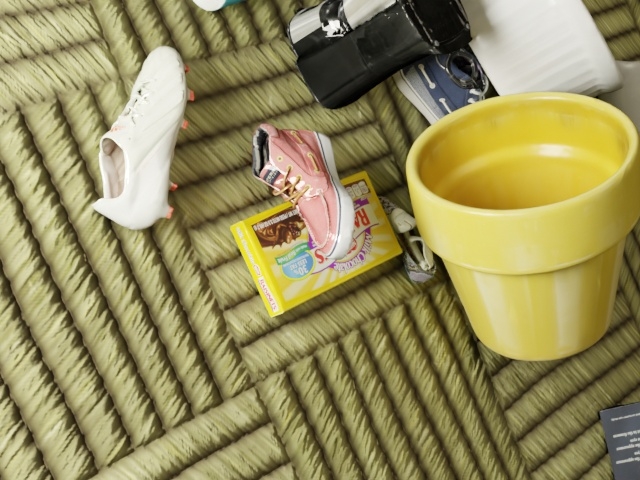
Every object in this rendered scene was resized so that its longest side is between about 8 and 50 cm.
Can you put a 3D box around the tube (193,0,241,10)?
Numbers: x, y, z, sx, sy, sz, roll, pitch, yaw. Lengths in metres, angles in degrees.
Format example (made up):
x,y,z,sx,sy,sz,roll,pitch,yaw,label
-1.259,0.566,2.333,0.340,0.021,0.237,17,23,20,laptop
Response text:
x,y,z,sx,sy,sz,roll,pitch,yaw,label
-0.068,-0.306,1.373,0.207,0.052,0.080,-38,108,-50,tube

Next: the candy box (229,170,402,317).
x,y,z,sx,sy,sz,roll,pitch,yaw,label
0.000,0.000,1.324,0.206,0.027,0.105,-25,93,-45,candy box

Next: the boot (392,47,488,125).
x,y,z,sx,sy,sz,roll,pitch,yaw,label
0.178,-0.169,1.513,0.190,0.086,0.069,39,51,-25,boot

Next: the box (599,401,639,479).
x,y,z,sx,sy,sz,roll,pitch,yaw,label
0.461,0.296,1.546,0.108,0.153,0.207,1,75,-43,box

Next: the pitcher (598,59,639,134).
x,y,z,sx,sy,sz,roll,pitch,yaw,label
0.420,-0.159,1.726,0.178,0.125,0.207,2,60,-21,pitcher

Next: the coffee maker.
x,y,z,sx,sy,sz,roll,pitch,yaw,label
0.065,-0.214,1.361,0.120,0.178,0.171,-2,73,-41,coffee maker

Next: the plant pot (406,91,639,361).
x,y,z,sx,sy,sz,roll,pitch,yaw,label
0.236,-0.005,1.385,0.254,0.254,0.239,-50,139,-42,plant pot

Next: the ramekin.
x,y,z,sx,sy,sz,roll,pitch,yaw,label
0.244,-0.272,1.509,0.277,0.135,0.277,55,12,-18,ramekin

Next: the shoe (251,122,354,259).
x,y,z,sx,sy,sz,roll,pitch,yaw,label
-0.022,-0.052,1.268,0.081,0.063,0.178,10,41,-24,shoe

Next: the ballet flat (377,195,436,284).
x,y,z,sx,sy,sz,roll,pitch,yaw,label
0.101,-0.005,1.410,0.041,0.041,0.114,-35,98,-45,ballet flat

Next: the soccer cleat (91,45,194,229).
x,y,z,sx,sy,sz,roll,pitch,yaw,label
-0.171,-0.106,1.182,0.076,0.068,0.196,20,64,-33,soccer cleat
